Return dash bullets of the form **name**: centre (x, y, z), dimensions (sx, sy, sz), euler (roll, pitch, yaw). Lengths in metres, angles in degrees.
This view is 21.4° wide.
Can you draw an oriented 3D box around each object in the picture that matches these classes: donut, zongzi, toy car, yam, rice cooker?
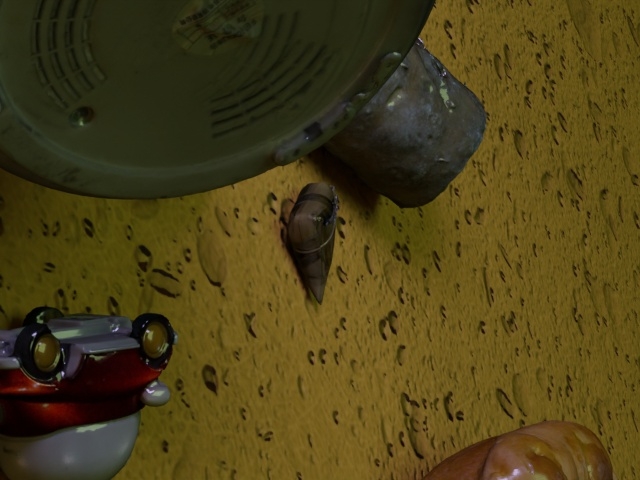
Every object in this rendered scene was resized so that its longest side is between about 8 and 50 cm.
- **donut**: centre (0.189, 0.307, 1.485), dimensions (0.317, 0.150, 0.299), euler (52, 34, -36)
- **zongzi**: centre (0.000, 0.000, 1.430), dimensions (0.076, 0.040, 0.083), euler (-68, 146, -60)
- **toy car**: centre (-0.159, 0.099, 1.017), dimensions (0.139, 0.112, 0.112), euler (-6, 96, -53)
- **yam**: centre (0.030, -0.145, 1.463), dimensions (0.330, 0.133, 0.133), euler (41, 41, -45)
- **rice cooker**: centre (-0.118, -0.222, 0.984), dimensions (0.335, 0.335, 0.325), euler (37, 22, -49)
